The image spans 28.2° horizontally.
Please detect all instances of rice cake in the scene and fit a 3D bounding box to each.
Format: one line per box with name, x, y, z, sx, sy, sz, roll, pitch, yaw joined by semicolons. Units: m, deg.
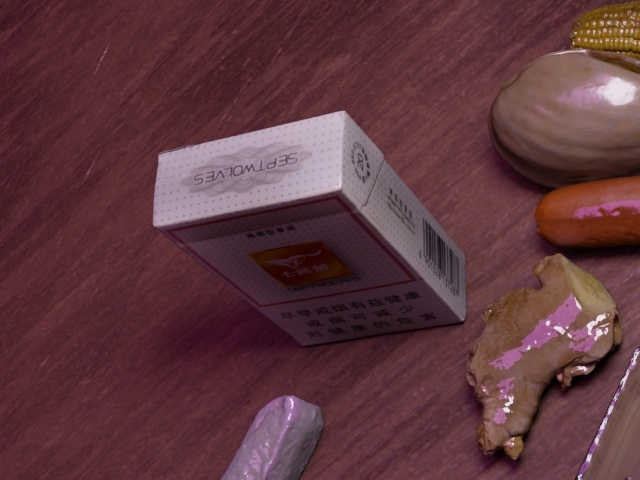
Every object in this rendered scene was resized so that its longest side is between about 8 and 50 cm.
rice cake;-0.117;0.345;1.395;0.064;0.070;0.399;22;78;39

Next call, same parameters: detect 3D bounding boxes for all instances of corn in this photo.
corn;0.386;-0.230;1.401;0.231;0.080;0.080;2;67;29

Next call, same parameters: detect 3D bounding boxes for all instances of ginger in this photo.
ginger;0.215;0.118;1.328;0.213;0.074;0.137;-51;53;5

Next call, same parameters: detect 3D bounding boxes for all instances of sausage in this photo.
sausage;0.326;-0.031;1.338;0.197;0.076;0.076;-4;64;25

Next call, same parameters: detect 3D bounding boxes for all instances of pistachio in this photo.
pistachio;0.296;-0.135;1.374;0.238;0.153;0.138;-9;22;23

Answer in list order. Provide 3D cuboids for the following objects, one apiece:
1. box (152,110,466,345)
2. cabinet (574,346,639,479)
box;0.000;0.000;1.340;0.210;0.330;0.095;-11;61;24
cabinet;0.374;0.212;1.127;0.215;0.175;0.148;21;77;35
